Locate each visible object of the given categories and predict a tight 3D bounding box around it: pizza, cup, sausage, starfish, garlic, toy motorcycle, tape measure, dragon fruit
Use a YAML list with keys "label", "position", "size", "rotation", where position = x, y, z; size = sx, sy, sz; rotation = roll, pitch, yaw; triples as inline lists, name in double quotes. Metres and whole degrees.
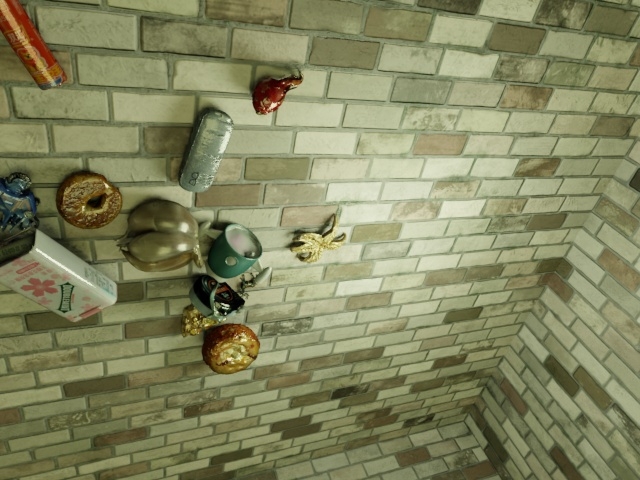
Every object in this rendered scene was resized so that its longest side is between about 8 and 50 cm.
- label: "pizza"
  position: [-0.466, 0.307, 1.924]
  size: [0.226, 0.069, 0.147]
  rotation: [-28, 136, -2]
- label: "cup"
  position: [-0.317, 0.056, 1.724]
  size: [0.300, 0.167, 0.173]
  rotation: [39, 116, -15]
- label: "sausage"
  position: [-0.699, -0.488, 1.144]
  size: [0.074, 0.074, 0.274]
  rotation: [-23, 133, -6]
- label: "starfish"
  position: [0.001, 0.001, 1.895]
  size: [0.238, 0.071, 0.216]
  rotation: [-3, 134, -32]
- label: "garlic"
  position: [-0.515, -0.004, 1.596]
  size: [0.292, 0.210, 0.237]
  rotation: [6, 156, -21]
- label: "toy motorcycle"
  position: [-0.866, -0.106, 1.388]
  size: [0.114, 0.076, 0.205]
  rotation: [2, 129, -15]
- label: "tape measure"
  position: [-0.390, 0.212, 1.804]
  size: [0.107, 0.181, 0.182]
  rotation: [-50, 168, 15]
- label: "dragon fruit"
  position: [-0.131, -0.448, 1.452]
  size: [0.190, 0.094, 0.094]
  rotation: [-45, 136, -16]

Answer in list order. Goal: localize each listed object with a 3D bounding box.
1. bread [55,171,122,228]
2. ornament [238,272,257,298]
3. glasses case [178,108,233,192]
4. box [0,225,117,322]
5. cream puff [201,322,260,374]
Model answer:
- label: "bread"
  position: [-0.691, -0.117, 1.468]
  size: [0.193, 0.064, 0.193]
  rotation: [-16, 130, -20]
- label: "ornament"
  position: [-0.285, 0.183, 1.934]
  size: [0.074, 0.028, 0.125]
  rotation: [-7, 128, -19]
- label: "glasses case"
  position: [-0.352, -0.269, 1.495]
  size: [0.109, 0.067, 0.282]
  rotation: [9, 124, -34]
- label: "box"
  position: [-0.828, 0.114, 1.525]
  size: [0.190, 0.112, 0.369]
  rotation: [-25, 141, 4]
- label: "cream puff"
  position: [-0.369, 0.438, 2.018]
  size: [0.240, 0.164, 0.239]
  rotation: [-13, 119, -25]
